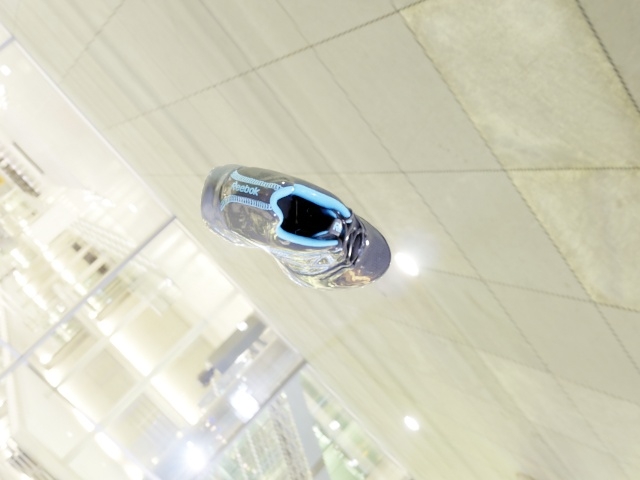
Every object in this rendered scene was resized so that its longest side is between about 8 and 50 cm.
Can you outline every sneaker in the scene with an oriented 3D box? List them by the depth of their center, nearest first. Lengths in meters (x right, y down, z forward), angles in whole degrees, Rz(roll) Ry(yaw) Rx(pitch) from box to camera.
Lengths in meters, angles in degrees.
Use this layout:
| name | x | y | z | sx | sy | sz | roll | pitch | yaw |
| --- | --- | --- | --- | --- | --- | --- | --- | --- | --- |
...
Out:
| name | x | y | z | sx | sy | sz | roll | pitch | yaw |
| --- | --- | --- | --- | --- | --- | --- | --- | --- | --- |
| sneaker | 0.000 | 0.000 | 0.960 | 0.139 | 0.125 | 0.340 | 8 | 171 | 45 |
